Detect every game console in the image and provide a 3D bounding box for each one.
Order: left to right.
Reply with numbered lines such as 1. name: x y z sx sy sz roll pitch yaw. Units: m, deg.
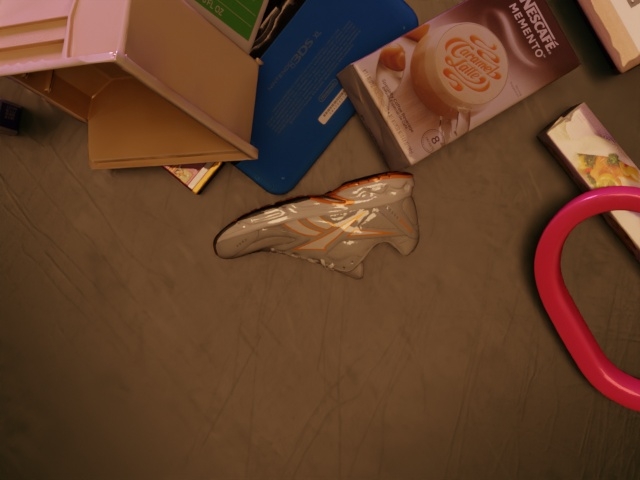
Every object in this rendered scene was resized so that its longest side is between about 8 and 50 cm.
1. game console: -0.071 -0.252 1.414 0.250 0.173 0.293 38 93 -32

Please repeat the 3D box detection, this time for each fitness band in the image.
1. fitness band: 0.385 0.072 1.366 0.209 0.054 0.291 -27 96 30

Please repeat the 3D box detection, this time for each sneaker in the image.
1. sneaker: 0.000 0.000 1.389 0.262 0.099 0.121 -15 96 2

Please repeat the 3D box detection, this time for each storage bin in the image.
1. storage bin: -0.238 -0.182 1.226 0.260 0.262 0.123 -2 73 28

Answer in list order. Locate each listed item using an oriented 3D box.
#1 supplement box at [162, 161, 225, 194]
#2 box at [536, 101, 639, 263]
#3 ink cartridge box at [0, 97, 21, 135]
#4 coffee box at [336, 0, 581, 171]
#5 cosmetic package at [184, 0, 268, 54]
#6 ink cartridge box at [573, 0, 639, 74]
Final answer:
1. supplement box: -0.169 -0.103 1.410 0.083 0.043 0.055 41 92 -2
2. box: 0.397 -0.028 1.397 0.063 0.067 0.324 -39 92 2
3. ink cartridge box: -0.490 -0.169 1.322 0.224 0.223 0.045 9 91 -1
4. coffee box: 0.164 -0.205 1.354 0.246 0.098 0.141 -32 95 -10
5. cosmetic package: -0.126 -0.423 1.284 0.155 0.197 0.366 17 85 32
6. ink cartridge box: 0.418 -0.340 1.358 0.234 0.088 0.193 -30 92 13
